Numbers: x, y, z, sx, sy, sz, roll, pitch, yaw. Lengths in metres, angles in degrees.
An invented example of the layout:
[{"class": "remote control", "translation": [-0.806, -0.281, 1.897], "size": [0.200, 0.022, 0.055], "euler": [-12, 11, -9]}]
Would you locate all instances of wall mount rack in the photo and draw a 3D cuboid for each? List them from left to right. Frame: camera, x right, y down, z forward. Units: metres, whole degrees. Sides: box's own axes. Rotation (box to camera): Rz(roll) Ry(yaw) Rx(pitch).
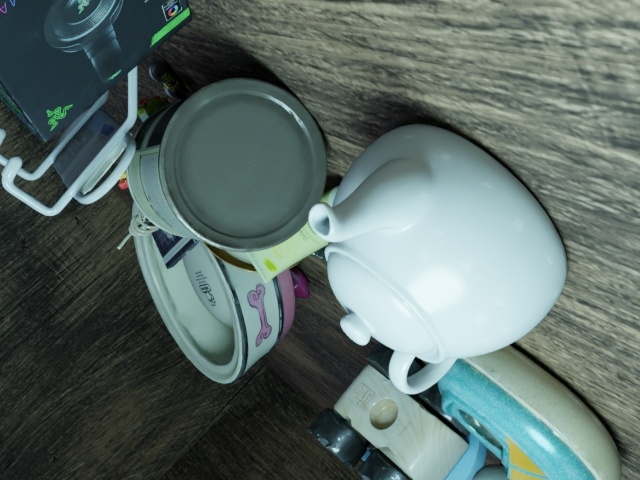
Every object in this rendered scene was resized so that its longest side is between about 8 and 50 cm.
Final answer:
[{"class": "wall mount rack", "translation": [-0.336, -0.197, 1.212], "size": [0.130, 0.304, 0.350], "euler": [40, 178, -31]}]

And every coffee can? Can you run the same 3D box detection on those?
[{"class": "coffee can", "translation": [-0.134, -0.094, 1.114], "size": [0.201, 0.201, 0.275], "euler": [49, 166, -17]}]

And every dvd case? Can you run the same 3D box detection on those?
[{"class": "dvd case", "translation": [-0.286, -0.072, 1.517], "size": [0.164, 0.018, 0.221], "euler": [-35, 78, 58]}]

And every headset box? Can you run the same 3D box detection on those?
[{"class": "headset box", "translation": [-0.289, -0.274, 0.947], "size": [0.131, 0.246, 0.283], "euler": [43, 166, 12]}]

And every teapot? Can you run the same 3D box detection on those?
[{"class": "teapot", "translation": [0.095, 0.030, 0.825], "size": [0.256, 0.187, 0.252], "euler": [46, 167, -7]}]

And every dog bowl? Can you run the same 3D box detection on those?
[{"class": "dog bowl", "translation": [-0.202, 0.062, 1.652], "size": [0.408, 0.150, 0.408], "euler": [37, 140, 39]}]

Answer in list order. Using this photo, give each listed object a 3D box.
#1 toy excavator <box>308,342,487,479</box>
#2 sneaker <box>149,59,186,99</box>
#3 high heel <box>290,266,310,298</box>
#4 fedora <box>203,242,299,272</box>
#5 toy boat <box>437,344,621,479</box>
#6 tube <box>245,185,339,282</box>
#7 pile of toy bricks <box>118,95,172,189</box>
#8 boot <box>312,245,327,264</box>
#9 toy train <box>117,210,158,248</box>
[{"class": "toy excavator", "translation": [0.173, 0.375, 1.647], "size": [0.433, 0.222, 0.445], "euler": [33, 170, 48]}, {"class": "sneaker", "translation": [-0.236, -0.252, 1.346], "size": [0.035, 0.031, 0.083], "euler": [28, 168, 34]}, {"class": "high heel", "translation": [-0.118, 0.043, 1.788], "size": [0.244, 0.082, 0.117], "euler": [25, 162, 41]}, {"class": "fedora", "translation": [-0.108, -0.028, 1.429], "size": [0.194, 0.194, 0.079], "euler": [39, 131, 26]}, {"class": "toy boat", "translation": [0.258, 0.270, 1.132], "size": [0.267, 0.148, 0.318], "euler": [38, 165, 27]}, {"class": "tube", "translation": [-0.035, -0.007, 1.172], "size": [0.062, 0.070, 0.240], "euler": [15, 156, -34]}, {"class": "pile of toy bricks", "translation": [-0.245, -0.173, 1.310], "size": [0.118, 0.212, 0.105], "euler": [-16, 117, 27]}, {"class": "boot", "translation": [0.000, 0.000, 1.289], "size": [0.198, 0.077, 0.137], "euler": [47, 172, -1]}, {"class": "toy train", "translation": [-0.198, -0.058, 1.337], "size": [0.143, 0.248, 0.105], "euler": [17, 149, 56]}]
